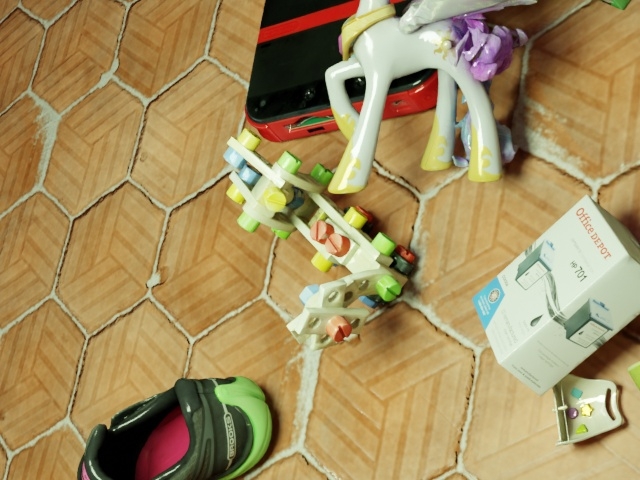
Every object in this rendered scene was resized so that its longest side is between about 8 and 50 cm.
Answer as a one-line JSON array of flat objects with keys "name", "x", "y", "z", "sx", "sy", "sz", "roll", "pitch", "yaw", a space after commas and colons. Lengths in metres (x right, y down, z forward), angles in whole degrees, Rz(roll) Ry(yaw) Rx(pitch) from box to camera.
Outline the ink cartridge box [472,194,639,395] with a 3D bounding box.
[{"name": "ink cartridge box", "x": 0.281, "y": 0.062, "z": 1.211, "sx": 0.190, "sy": 0.082, "sz": 0.139, "roll": -46, "pitch": 25, "yaw": 18}]

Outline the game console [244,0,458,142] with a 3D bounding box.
[{"name": "game console", "x": 0.056, "y": -0.332, "z": 1.618, "sx": 0.386, "sy": 0.060, "sz": 0.342, "roll": -8, "pitch": 62, "yaw": 36}]

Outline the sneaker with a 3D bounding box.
[{"name": "sneaker", "x": -0.289, "y": 0.341, "z": 1.506, "sx": 0.483, "sy": 0.202, "sz": 0.185, "roll": -44, "pitch": 50, "yaw": 16}]

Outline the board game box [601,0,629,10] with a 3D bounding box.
[{"name": "board game box", "x": 0.406, "y": -0.482, "z": 1.395, "sx": 0.213, "sy": 0.046, "sz": 0.317, "roll": 40, "pitch": 98, "yaw": 41}]

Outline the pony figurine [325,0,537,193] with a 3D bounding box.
[{"name": "pony figurine", "x": 0.147, "y": -0.257, "z": 1.328, "sx": 0.351, "sy": 0.303, "sz": 0.363, "roll": -4, "pitch": 107, "yaw": 8}]

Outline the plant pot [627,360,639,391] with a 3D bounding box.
[{"name": "plant pot", "x": 0.466, "y": 0.201, "z": 0.943, "sx": 0.275, "sy": 0.275, "sz": 0.293, "roll": -29, "pitch": 73, "yaw": 27}]

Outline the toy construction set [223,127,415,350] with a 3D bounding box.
[{"name": "toy construction set", "x": 0.000, "y": 0.000, "z": 1.406, "sx": 0.151, "sy": 0.215, "sz": 0.327, "roll": -41, "pitch": 51, "yaw": 19}]

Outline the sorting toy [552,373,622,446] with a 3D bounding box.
[{"name": "sorting toy", "x": 0.303, "y": 0.192, "z": 1.200, "sx": 0.075, "sy": 0.045, "sz": 0.083, "roll": -15, "pitch": 62, "yaw": 26}]
